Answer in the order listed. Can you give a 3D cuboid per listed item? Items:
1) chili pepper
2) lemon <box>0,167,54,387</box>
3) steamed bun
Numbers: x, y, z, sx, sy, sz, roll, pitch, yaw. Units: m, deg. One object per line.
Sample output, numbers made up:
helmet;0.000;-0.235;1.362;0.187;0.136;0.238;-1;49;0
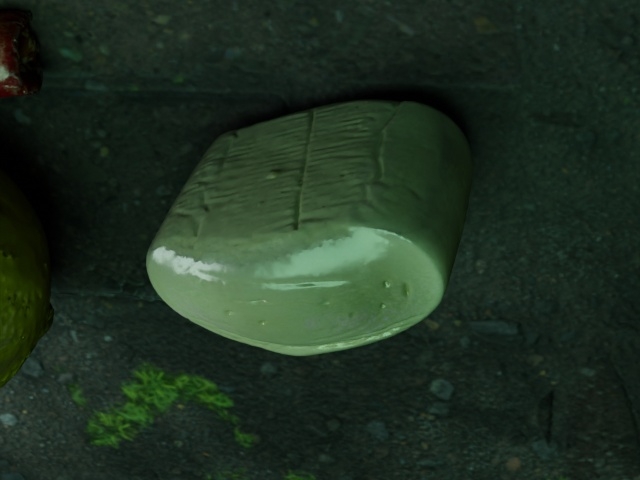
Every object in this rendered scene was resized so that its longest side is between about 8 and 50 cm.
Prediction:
chili pepper;-0.299;-0.149;1.208;0.123;0.070;0.073;-3;145;12
lemon;-0.367;0.026;1.251;0.310;0.258;0.258;25;132;-30
steamed bun;0.000;0.000;1.178;0.250;0.200;0.155;-9;128;23
